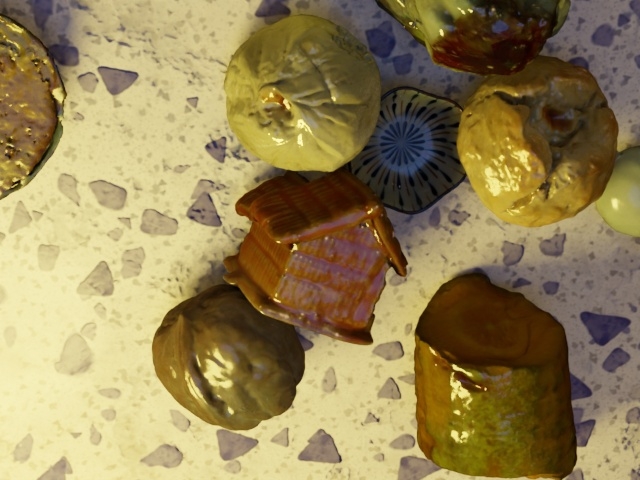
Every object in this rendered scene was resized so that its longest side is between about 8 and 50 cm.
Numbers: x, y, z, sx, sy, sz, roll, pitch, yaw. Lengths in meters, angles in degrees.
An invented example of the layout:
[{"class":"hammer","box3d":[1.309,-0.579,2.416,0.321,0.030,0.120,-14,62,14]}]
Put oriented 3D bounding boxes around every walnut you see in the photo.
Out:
[{"class":"walnut","box3d":[-0.132,0.166,1.770,0.224,0.224,0.224,-3,114,-6]}]

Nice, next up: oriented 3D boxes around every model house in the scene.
[{"class":"model house","box3d":[-0.001,0.001,1.715,0.219,0.199,0.229,18,109,-25]}]

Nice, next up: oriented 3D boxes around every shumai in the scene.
[{"class":"shumai","box3d":[0.212,-0.346,1.546,0.309,0.263,0.304,3,119,-8]}]

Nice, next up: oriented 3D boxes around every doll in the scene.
[{"class":"doll","box3d":[0.500,-0.052,1.810,0.275,0.113,0.155,29,99,-11]}]

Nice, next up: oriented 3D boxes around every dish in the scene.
[{"class":"dish","box3d":[0.120,-0.136,1.739,0.190,0.066,0.191,-2,111,-6]}]

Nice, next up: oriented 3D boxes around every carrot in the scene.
[{"class":"carrot","box3d":[0.260,0.244,1.836,0.241,0.241,0.341,-9,113,-4]}]

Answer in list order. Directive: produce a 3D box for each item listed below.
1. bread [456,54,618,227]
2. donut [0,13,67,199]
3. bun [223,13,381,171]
[{"class":"bread","box3d":[0.310,-0.138,1.679,0.244,0.134,0.244,2,84,-22]},{"class":"donut","box3d":[-0.469,-0.187,1.620,0.272,0.107,0.272,-5,113,-11]},{"class":"bun","box3d":[-0.033,-0.193,1.633,0.220,0.134,0.220,4,105,16]}]
